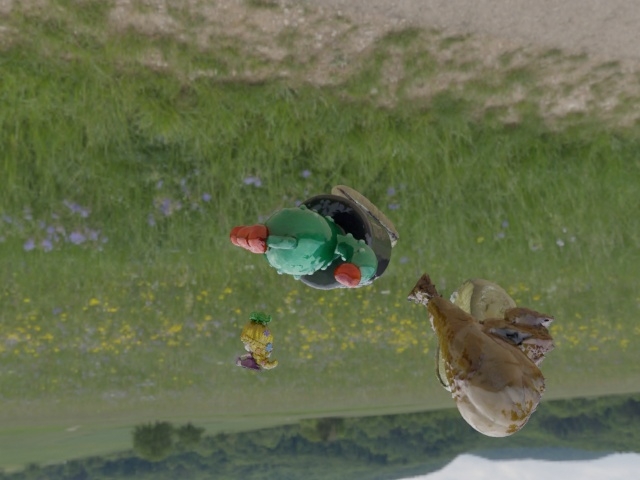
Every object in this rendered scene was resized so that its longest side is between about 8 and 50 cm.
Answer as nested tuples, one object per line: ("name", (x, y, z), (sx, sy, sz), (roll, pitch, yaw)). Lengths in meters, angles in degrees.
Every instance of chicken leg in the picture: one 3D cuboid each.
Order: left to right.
("chicken leg", (0.362, 0.213, 1.416), (0.295, 0.409, 0.182), (-32, 142, -6))

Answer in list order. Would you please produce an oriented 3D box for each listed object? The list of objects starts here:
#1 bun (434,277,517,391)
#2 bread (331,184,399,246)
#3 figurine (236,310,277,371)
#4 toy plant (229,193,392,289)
("bun", (0.493, 0.303, 1.961), (0.202, 0.364, 0.364), (17, 164, -2))
("bread", (0.113, -0.059, 1.529), (0.214, 0.073, 0.053), (40, 132, -22))
("figurine", (-0.154, 0.271, 1.711), (0.114, 0.156, 0.095), (7, 166, 25))
("toy plant", (0.010, 0.007, 1.213), (0.185, 0.279, 0.400), (-55, 155, 11))
